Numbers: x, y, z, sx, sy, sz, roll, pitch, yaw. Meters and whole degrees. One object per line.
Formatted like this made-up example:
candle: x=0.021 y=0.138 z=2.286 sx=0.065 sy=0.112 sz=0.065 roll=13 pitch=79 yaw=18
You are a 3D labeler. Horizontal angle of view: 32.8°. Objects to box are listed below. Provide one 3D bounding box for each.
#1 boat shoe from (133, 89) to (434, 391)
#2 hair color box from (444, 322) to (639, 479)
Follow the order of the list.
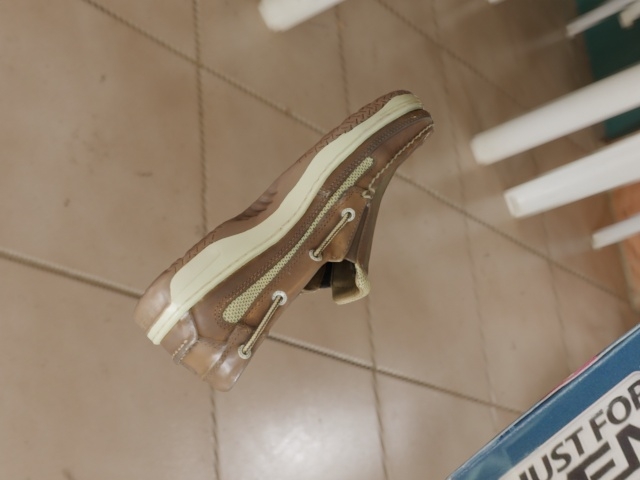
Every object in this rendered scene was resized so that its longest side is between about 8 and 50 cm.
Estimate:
boat shoe: x=-0.002 y=0.003 z=0.732 sx=0.257 sy=0.095 sz=0.095 roll=-42 pitch=85 yaw=-22
hair color box: x=0.200 y=0.204 z=0.426 sx=0.347 sy=0.105 sz=0.174 roll=51 pitch=-1 yaw=17
